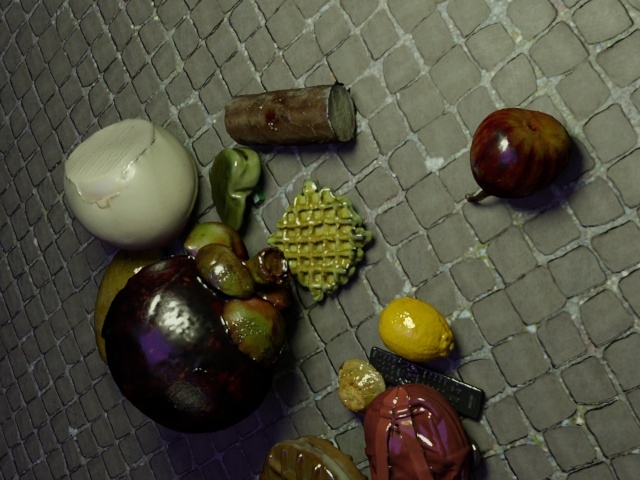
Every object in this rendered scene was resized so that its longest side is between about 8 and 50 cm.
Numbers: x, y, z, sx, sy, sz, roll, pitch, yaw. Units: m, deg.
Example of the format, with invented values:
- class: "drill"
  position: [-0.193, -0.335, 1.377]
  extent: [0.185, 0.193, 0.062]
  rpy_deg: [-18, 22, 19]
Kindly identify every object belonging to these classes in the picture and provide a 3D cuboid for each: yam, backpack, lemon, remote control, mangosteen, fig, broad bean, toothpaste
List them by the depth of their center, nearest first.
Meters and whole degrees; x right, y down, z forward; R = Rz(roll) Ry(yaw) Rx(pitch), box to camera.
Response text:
- class: "fig"
  position: [0.310, -0.129, 1.203]
  extent: [0.202, 0.149, 0.148]
  rpy_deg: [-52, 46, 17]
- class: "backpack"
  position: [0.172, 0.370, 1.342]
  extent: [0.229, 0.139, 0.229]
  rpy_deg: [8, 103, 35]
- class: "lemon"
  position: [0.176, 0.167, 1.345]
  extent: [0.155, 0.114, 0.114]
  rpy_deg: [28, 109, 23]
- class: "remote control"
  position: [0.196, 0.268, 1.390]
  extent: [0.245, 0.025, 0.063]
  rpy_deg: [19, 105, 32]
- class: "yam"
  position: [-0.059, -0.249, 1.477]
  extent: [0.280, 0.131, 0.131]
  rpy_deg: [2, 94, 37]
- class: "mangosteen"
  position: [-0.253, 0.175, 1.490]
  extent: [0.381, 0.381, 0.421]
  rpy_deg: [27, 108, 31]
- class: "broad bean"
  position: [-0.196, -0.114, 1.592]
  extent: [0.153, 0.072, 0.206]
  rpy_deg: [59, 138, 37]
- class: "toothpaste"
  position: [-0.150, -0.122, 1.611]
  extent: [0.017, 0.020, 0.083]
  rpy_deg: [-36, 73, 34]

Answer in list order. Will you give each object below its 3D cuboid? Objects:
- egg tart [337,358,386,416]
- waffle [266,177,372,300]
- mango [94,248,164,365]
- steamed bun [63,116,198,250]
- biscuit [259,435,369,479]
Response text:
- class: "egg tart"
  position: [0.075, 0.297, 1.448]
  extent: [0.129, 0.049, 0.129]
  rpy_deg: [16, 115, 40]
- class: "waffle"
  position: [0.002, 0.000, 1.492]
  extent: [0.204, 0.054, 0.223]
  rpy_deg: [48, 120, 23]
- class: "mango"
  position: [-0.461, 0.155, 1.767]
  extent: [0.176, 0.175, 0.329]
  rpy_deg: [-3, 92, -9]
- class: "steamed bun"
  position: [-0.414, -0.101, 1.663]
  extent: [0.309, 0.309, 0.309]
  rpy_deg: [3, 95, 35]
- class: "biscuit"
  position: [0.000, 0.548, 1.460]
  extent: [0.332, 0.103, 0.332]
  rpy_deg: [22, 120, 44]
